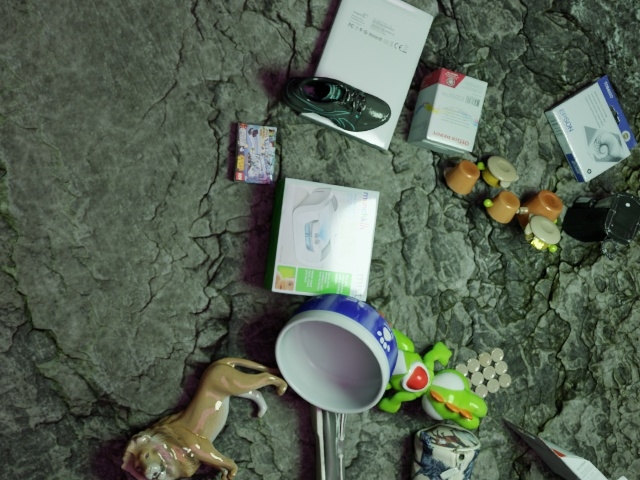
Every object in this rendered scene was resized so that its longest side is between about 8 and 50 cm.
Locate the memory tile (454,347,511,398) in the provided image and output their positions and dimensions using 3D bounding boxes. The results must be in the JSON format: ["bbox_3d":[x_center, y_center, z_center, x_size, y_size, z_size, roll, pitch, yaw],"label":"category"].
[{"bbox_3d":[0.426,0.355,1.798,0.147,0.012,0.113,-21,97,-13],"label":"memory tile"}]

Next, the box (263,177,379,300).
[{"bbox_3d":[0.000,0.000,1.613,0.231,0.127,0.262,8,89,-13],"label":"box"}]

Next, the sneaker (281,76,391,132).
[{"bbox_3d":[0.046,-0.315,1.576,0.267,0.106,0.101,9,88,-17],"label":"sneaker"}]

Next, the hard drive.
[{"bbox_3d":[0.113,-0.425,1.668,0.232,0.047,0.353,20,86,-15],"label":"hard drive"}]

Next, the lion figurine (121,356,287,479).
[{"bbox_3d":[-0.258,0.398,1.567,0.240,0.142,0.392,33,69,-6],"label":"lion figurine"}]

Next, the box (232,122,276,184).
[{"bbox_3d":[-0.155,-0.202,1.612,0.093,0.027,0.137,4,91,-17],"label":"box"}]

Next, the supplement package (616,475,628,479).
[{"bbox_3d":[0.759,0.764,1.746,0.177,0.175,0.293,-35,143,-12],"label":"supplement package"}]

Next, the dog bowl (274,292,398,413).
[{"bbox_3d":[0.036,0.254,1.535,0.265,0.264,0.104,53,37,-11],"label":"dog bowl"}]

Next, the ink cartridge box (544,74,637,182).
[{"bbox_3d":[0.744,-0.303,1.844,0.224,0.045,0.223,-32,99,-12],"label":"ink cartridge box"}]

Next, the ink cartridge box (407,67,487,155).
[{"bbox_3d":[0.309,-0.310,1.682,0.128,0.127,0.176,14,88,-16],"label":"ink cartridge box"}]

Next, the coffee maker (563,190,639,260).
[{"bbox_3d":[0.720,-0.042,1.778,0.171,0.178,0.120,-45,100,-12],"label":"coffee maker"}]

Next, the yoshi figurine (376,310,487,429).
[{"bbox_3d":[0.237,0.334,1.692,0.362,0.204,0.203,34,42,0],"label":"yoshi figurine"}]

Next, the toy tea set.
[{"bbox_3d":[0.462,-0.094,1.745,0.336,0.124,0.200,38,47,4],"label":"toy tea set"}]

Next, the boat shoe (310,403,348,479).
[{"bbox_3d":[0.037,0.533,1.648,0.095,0.112,0.336,-4,90,-10],"label":"boat shoe"}]

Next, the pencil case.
[{"bbox_3d":[0.290,0.671,1.684,0.159,0.183,0.411,7,91,2],"label":"pencil case"}]

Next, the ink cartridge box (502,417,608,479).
[{"bbox_3d":[0.602,0.537,1.761,0.066,0.189,0.232,-42,101,-11],"label":"ink cartridge box"}]
